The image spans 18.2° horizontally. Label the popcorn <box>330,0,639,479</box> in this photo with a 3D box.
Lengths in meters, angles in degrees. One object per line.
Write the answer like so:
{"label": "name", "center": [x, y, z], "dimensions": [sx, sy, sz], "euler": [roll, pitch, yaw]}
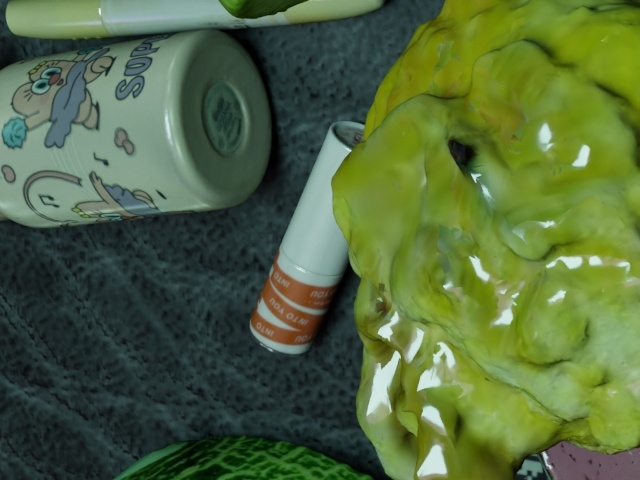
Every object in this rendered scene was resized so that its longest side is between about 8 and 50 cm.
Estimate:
{"label": "popcorn", "center": [0.096, -0.008, 0.900], "dimensions": [0.233, 0.192, 0.266], "euler": [22, 86, 45]}

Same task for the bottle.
{"label": "bottle", "center": [-0.139, -0.062, 1.097], "dimensions": [0.209, 0.097, 0.110], "euler": [-5, 111, 31]}

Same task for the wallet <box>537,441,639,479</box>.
{"label": "wallet", "center": [0.214, 0.078, 0.952], "dimensions": [0.232, 0.031, 0.122], "euler": [-28, 83, 24]}

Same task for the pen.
{"label": "pen", "center": [-0.069, -0.128, 1.077], "dimensions": [0.233, 0.040, 0.032], "euler": [0, 106, 26]}

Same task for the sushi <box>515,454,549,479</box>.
{"label": "sushi", "center": [0.151, 0.171, 1.034], "dimensions": [0.192, 0.043, 0.280], "euler": [22, 115, 23]}

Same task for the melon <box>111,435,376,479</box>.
{"label": "melon", "center": [-0.036, 0.271, 1.065], "dimensions": [0.331, 0.226, 0.343], "euler": [-38, 77, 0]}

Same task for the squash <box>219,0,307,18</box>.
{"label": "squash", "center": [-0.035, -0.276, 0.887], "dimensions": [0.210, 0.233, 0.309], "euler": [-32, 87, 33]}

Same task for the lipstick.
{"label": "lipstick", "center": [0.000, 0.000, 1.072], "dimensions": [0.038, 0.038, 0.131], "euler": [33, 119, 18]}
